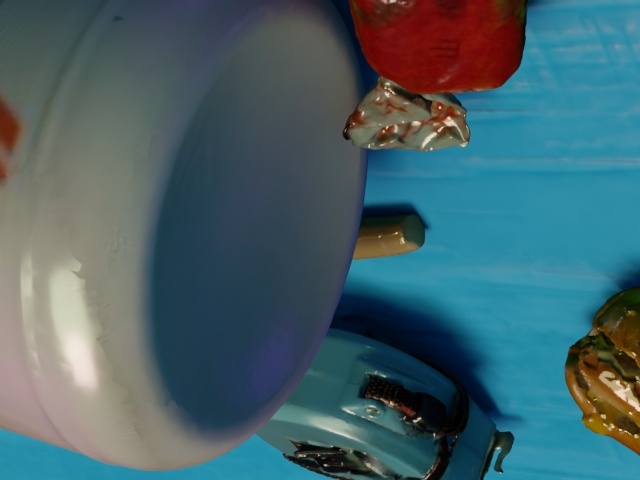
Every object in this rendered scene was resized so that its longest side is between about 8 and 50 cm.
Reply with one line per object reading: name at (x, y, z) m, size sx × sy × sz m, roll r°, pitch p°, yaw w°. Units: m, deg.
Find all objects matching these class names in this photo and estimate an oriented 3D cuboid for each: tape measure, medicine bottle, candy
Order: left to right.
medicine bottle at (-0.155, -0.038, 0.794) m, size 0.302 × 0.241 × 0.241 m, roll 13°, pitch 143°, yaw 25°
tape measure at (0.024, 0.099, 0.977) m, size 0.146 × 0.081 × 0.125 m, roll 3°, pitch 155°, yaw 41°
candy at (0.046, -0.129, 0.670) m, size 0.086 × 0.059 × 0.292 m, roll 5°, pitch 143°, yaw 6°

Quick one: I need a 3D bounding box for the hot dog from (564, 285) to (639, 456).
hot dog at (0.247, 0.103, 0.821) m, size 0.269 × 0.072 × 0.115 m, roll 24°, pitch 139°, yaw 12°

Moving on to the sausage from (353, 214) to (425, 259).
sausage at (0.000, 0.000, 0.919) m, size 0.132 × 0.024 × 0.024 m, roll -4°, pitch 133°, yaw 41°
